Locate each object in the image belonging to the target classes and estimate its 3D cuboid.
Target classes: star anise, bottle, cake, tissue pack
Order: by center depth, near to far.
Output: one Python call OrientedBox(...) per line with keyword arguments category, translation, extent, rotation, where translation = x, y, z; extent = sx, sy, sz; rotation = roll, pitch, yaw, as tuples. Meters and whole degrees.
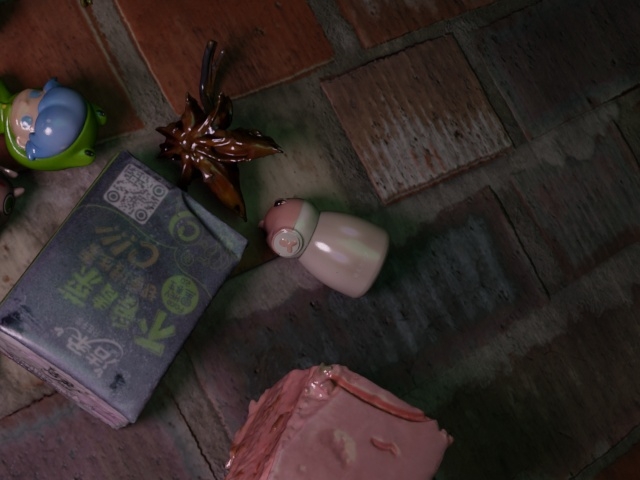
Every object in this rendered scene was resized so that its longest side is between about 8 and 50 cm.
OrientedBox(category="cake", translation=(-0.004, 0.397, 1.697), extent=(0.293, 0.307, 0.314), rotation=(33, 60, -12))
OrientedBox(category="tissue pack", translation=(-0.338, 0.077, 1.741), extent=(0.288, 0.124, 0.394), rotation=(36, 60, -10))
OrientedBox(category="star anise", translation=(-0.189, -0.207, 1.904), extent=(0.237, 0.148, 0.346), rotation=(-13, 76, 13))
OrientedBox(category="bottle", translation=(0.000, 0.000, 1.941), extent=(0.236, 0.147, 0.147), rotation=(25, 62, -10))

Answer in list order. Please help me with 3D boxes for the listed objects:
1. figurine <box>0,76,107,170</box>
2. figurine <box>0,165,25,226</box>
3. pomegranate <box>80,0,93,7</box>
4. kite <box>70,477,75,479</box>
OrientedBox(category="figurine", translation=(-0.502, -0.206, 1.753), extent=(0.263, 0.143, 0.162), rotation=(13, 58, -6))
OrientedBox(category="figurine", translation=(-0.555, -0.066, 1.675), extent=(0.125, 0.125, 0.138), rotation=(21, 78, -20))
OrientedBox(category="pomegranate", translation=(-0.464, -0.532, 1.876), extent=(0.156, 0.156, 0.220), rotation=(-27, 96, -32))
OrientedBox(category="kite", translation=(-0.395, 0.450, 1.646), extent=(0.153, 0.005, 0.137), rotation=(8, 71, -26))
